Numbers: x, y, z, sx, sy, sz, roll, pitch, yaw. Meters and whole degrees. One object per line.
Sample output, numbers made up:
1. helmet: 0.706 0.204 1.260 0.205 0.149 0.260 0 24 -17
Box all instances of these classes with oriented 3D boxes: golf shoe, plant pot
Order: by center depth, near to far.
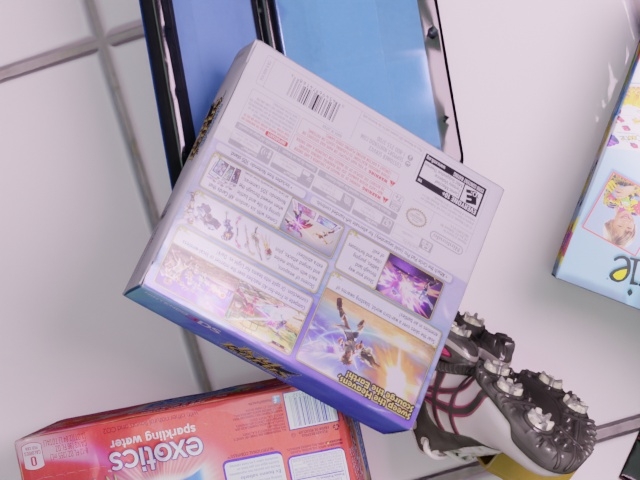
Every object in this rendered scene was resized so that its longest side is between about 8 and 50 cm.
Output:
1. golf shoe: 0.148 0.155 1.368 0.105 0.273 0.120 18 102 -25
2. plant pot: 0.197 0.189 1.440 0.083 0.081 0.081 37 94 -14

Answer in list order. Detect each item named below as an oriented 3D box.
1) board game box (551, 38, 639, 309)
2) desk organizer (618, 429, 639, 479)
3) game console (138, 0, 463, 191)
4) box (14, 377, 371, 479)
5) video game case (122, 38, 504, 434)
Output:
1. board game box: 0.321 -0.071 1.392 0.144 0.142 0.275 21 92 6
2. desk organizer: 0.327 0.176 1.443 0.050 0.047 0.130 24 93 7
3. game console: -0.018 -0.176 1.415 0.173 0.250 0.293 -11 89 32
4. box: -0.109 0.220 1.436 0.299 0.142 0.154 -12 89 6
5. video game case: 0.000 0.000 1.342 0.269 0.061 0.244 30 68 -16
